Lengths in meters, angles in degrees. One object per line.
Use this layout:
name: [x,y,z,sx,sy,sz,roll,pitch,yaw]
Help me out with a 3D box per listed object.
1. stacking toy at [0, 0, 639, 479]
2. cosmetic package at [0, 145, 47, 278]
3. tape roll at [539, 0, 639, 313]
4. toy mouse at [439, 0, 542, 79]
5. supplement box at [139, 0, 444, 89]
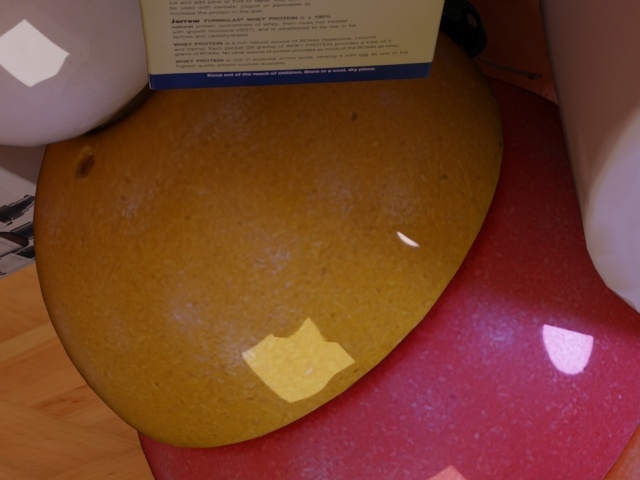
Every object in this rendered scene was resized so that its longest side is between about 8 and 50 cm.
stacking toy: [0.000,0.000,0.521,0.350,0.351,0.480,-22,128,27]
cosmetic package: [-0.220,-0.055,0.602,0.099,0.060,0.239,-24,147,28]
tape roll: [0.215,-0.066,0.362,0.286,0.100,0.286,-4,151,-2]
toy mouse: [0.042,-0.092,0.614,0.143,0.031,0.161,-5,152,-1]
supplement box: [-0.009,-0.089,0.321,0.083,0.056,0.083,-4,152,-4]
